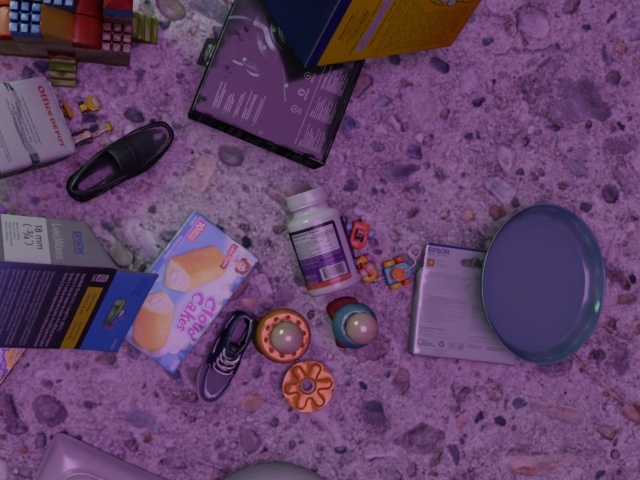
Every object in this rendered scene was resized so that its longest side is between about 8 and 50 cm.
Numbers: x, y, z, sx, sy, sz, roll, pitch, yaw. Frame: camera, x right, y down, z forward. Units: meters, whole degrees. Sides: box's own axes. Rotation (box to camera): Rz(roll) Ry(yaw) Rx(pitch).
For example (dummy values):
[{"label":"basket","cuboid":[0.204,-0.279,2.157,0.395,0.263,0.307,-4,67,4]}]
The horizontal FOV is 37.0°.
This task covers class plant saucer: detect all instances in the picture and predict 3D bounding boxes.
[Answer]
[{"label":"plant saucer","cuboid":[0.435,0.085,1.897,0.318,0.044,0.317,0,90,-28]}]

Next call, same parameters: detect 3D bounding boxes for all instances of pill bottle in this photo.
[{"label":"pill bottle","cuboid":[0.000,0.000,1.807,0.108,0.108,0.193,-18,93,-11]}]

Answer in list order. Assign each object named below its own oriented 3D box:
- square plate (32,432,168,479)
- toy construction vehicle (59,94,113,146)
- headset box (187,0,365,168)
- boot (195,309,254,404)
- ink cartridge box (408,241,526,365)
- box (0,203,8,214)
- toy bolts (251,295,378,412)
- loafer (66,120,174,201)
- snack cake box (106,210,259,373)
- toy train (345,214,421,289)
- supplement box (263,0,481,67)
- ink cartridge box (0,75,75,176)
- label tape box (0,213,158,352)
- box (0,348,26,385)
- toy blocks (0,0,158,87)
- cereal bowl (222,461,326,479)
[{"label":"square plate","cuboid":[-0.405,0.578,1.749,0.344,0.049,0.347,27,84,-11]},{"label":"toy construction vehicle","cuboid":[-0.442,-0.217,1.758,0.098,0.035,0.086,-28,84,-13]},{"label":"headset box","cuboid":[-0.088,-0.299,1.779,0.283,0.131,0.246,21,86,-11]},{"label":"boot","cuboid":[-0.179,0.219,1.779,0.069,0.086,0.190,21,85,-11]},{"label":"ink cartridge box","cuboid":[0.292,0.127,1.899,0.223,0.045,0.224,8,87,-13]},{"label":"box","cuboid":[-0.680,-0.017,1.606,0.201,0.057,0.293,42,121,-8]},{"label":"toy bolts","cuboid":[0.010,0.207,1.782,0.229,0.158,0.218,-22,94,-11]},{"label":"loafer","cuboid":[-0.363,-0.144,1.747,0.223,0.078,0.076,-35,97,-10]},{"label":"snack cake box","cuboid":[-0.253,0.094,1.763,0.152,0.089,0.264,37,83,-8]},{"label":"toy train","cuboid":[0.118,0.028,1.863,0.166,0.046,0.125,21,86,-11]},{"label":"supplement box","cuboid":[0.102,-0.461,1.700,0.357,0.195,0.194,-16,65,-34]},{"label":"ink cartridge box","cuboid":[-0.550,-0.187,1.653,0.208,0.087,0.153,-24,95,-48]},{"label":"label tape box","cuboid":[-0.471,0.076,1.590,0.334,0.240,0.106,6,49,-30]},{"label":"box","cuboid":[-0.562,0.193,1.715,0.059,0.054,0.169,35,83,-9]},{"label":"toy blocks","cuboid":[-0.468,-0.380,1.634,0.381,0.261,0.190,3,89,-11]},{"label":"cereal bowl","cuboid":[-0.075,0.586,1.751,0.339,0.141,0.339,-1,92,-19]}]
